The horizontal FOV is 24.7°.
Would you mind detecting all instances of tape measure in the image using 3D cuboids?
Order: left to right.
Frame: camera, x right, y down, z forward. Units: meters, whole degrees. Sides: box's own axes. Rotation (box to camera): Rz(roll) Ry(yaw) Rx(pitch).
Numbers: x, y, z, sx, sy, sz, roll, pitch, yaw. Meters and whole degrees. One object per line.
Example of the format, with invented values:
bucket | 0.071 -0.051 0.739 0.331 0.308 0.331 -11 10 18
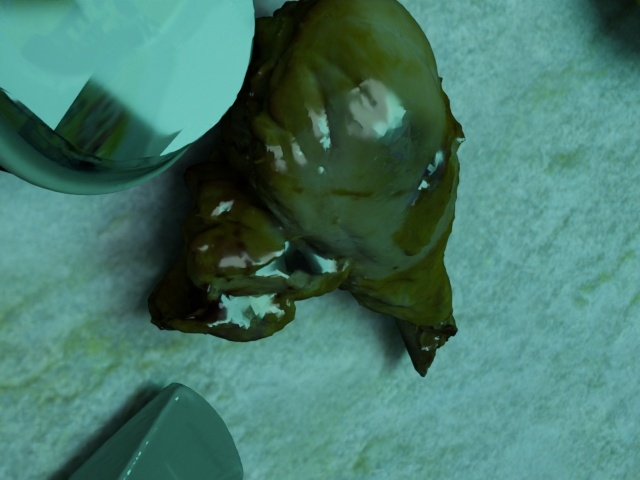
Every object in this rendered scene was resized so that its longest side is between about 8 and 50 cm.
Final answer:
tape measure | -0.171 -0.162 0.984 0.259 0.138 0.262 -51 127 -18

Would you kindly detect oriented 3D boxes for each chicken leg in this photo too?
chicken leg | 0.000 0.000 1.173 0.295 0.182 0.409 -41 141 -11

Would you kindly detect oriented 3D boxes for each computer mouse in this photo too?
computer mouse | -0.148 0.217 1.133 0.231 0.079 0.128 -53 132 -37

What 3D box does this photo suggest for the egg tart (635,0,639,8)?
egg tart | 0.390 -0.314 1.402 0.339 0.153 0.351 6 96 -40
